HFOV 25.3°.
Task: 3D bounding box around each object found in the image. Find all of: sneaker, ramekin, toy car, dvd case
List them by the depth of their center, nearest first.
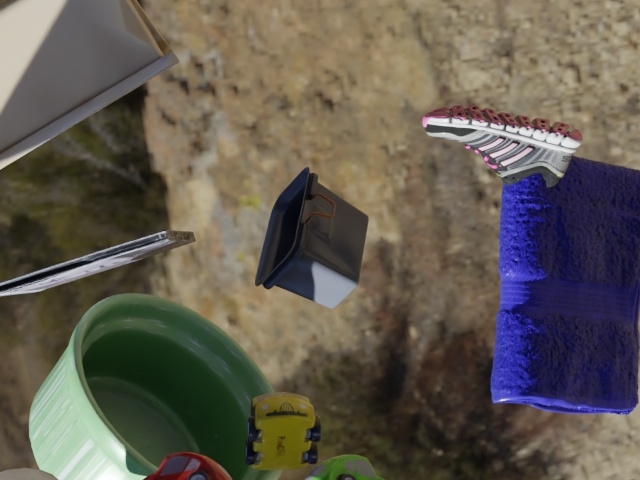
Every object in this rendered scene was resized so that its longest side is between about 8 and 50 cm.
[{"bbox_3d":[-0.025,0.207,1.274,0.239,0.225,0.053,-37,44,39],"label":"toy car"},{"bbox_3d":[0.189,-0.096,1.508,0.063,0.170,0.074,-94,14,-70],"label":"sneaker"},{"bbox_3d":[-0.270,0.028,1.712,0.164,0.221,0.018,1,-108,-84],"label":"dvd case"},{"bbox_3d":[-0.203,0.226,1.728,0.148,0.303,0.303,-47,59,29],"label":"ramekin"}]

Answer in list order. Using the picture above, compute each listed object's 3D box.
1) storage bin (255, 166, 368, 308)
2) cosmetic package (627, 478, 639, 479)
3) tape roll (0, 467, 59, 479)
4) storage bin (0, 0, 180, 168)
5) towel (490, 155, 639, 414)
[{"bbox_3d":[0.000,0.000,1.514,0.098,0.091,0.135,-46,24,41],"label":"storage bin"},{"bbox_3d":[0.369,0.443,1.842,0.138,0.225,0.224,7,98,58],"label":"cosmetic package"},{"bbox_3d":[-0.325,0.364,1.378,0.100,0.286,0.286,35,130,27],"label":"tape roll"},{"bbox_3d":[-0.293,-0.175,1.336,0.123,0.262,0.260,59,177,-23],"label":"storage bin"},{"bbox_3d":[0.305,0.049,1.680,0.076,0.228,0.308,-5,80,51],"label":"towel"}]
